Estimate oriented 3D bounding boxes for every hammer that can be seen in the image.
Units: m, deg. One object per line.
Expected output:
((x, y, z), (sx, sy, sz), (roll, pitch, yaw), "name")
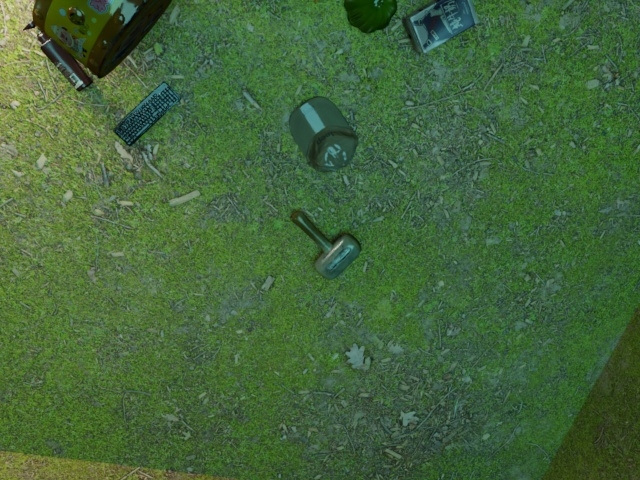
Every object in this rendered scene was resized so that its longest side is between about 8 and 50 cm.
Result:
((0.000, 0.000, 2.013), (0.305, 0.113, 0.202), (42, 95, -16), "hammer")

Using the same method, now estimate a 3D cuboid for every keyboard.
((-0.599, -0.435, 1.779), (0.250, 0.017, 0.087), (-40, 114, 7), "keyboard")

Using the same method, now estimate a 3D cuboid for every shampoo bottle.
((-0.835, -0.588, 1.652), (0.068, 0.067, 0.236), (-39, 112, -5), "shampoo bottle")

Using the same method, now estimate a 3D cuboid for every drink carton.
((0.413, -0.764, 1.799), (0.222, 0.102, 0.134), (-29, 115, 3), "drink carton")

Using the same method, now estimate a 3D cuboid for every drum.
((-0.589, -0.690, 1.473), (0.214, 0.431, 0.431), (39, 99, -21), "drum")

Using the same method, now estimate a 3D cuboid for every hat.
((0.011, -0.375, 1.858), (0.214, 0.149, 0.244), (-38, 123, 5), "hat")

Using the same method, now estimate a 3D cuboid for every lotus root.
((0.183, -0.783, 1.711), (0.186, 0.186, 0.186), (-4, 111, -9), "lotus root")

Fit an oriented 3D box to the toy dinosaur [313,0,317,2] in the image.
((0.062, -0.907, 1.697), (0.288, 0.070, 0.117), (-39, 102, 1), "toy dinosaur")
